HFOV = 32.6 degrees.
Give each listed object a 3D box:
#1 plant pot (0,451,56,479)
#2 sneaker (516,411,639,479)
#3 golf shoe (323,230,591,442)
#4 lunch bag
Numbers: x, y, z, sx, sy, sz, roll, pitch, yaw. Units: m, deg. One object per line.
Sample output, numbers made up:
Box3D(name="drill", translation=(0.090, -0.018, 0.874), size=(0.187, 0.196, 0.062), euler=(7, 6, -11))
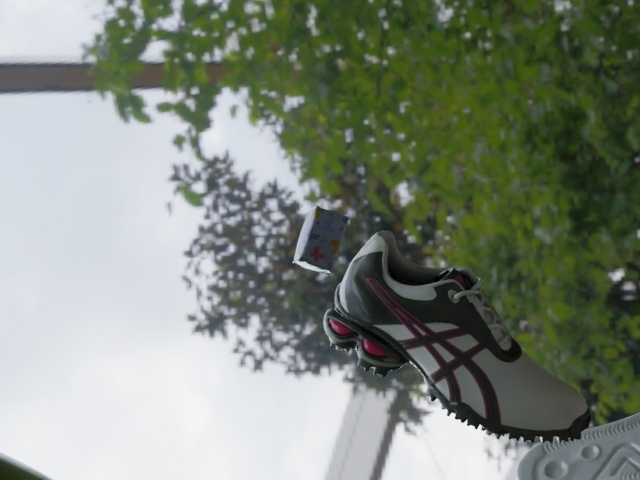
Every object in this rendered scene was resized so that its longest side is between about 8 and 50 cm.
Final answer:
Box3D(name="plant pot", translation=(-0.316, 0.256, 0.846), size=(0.293, 0.274, 0.275), euler=(66, -148, -46))
Box3D(name="sneaker", translation=(0.385, 0.298, 1.181), size=(0.130, 0.322, 0.236), euler=(-83, -27, -50))
Box3D(name="golf shoe", translation=(0.135, 0.096, 1.032), size=(0.105, 0.272, 0.120), euler=(-33, -34, -64))
Box3D(name="lunch bag", translation=(0.000, 0.000, 1.278), size=(0.083, 0.053, 0.071), euler=(162, 126, -79))
